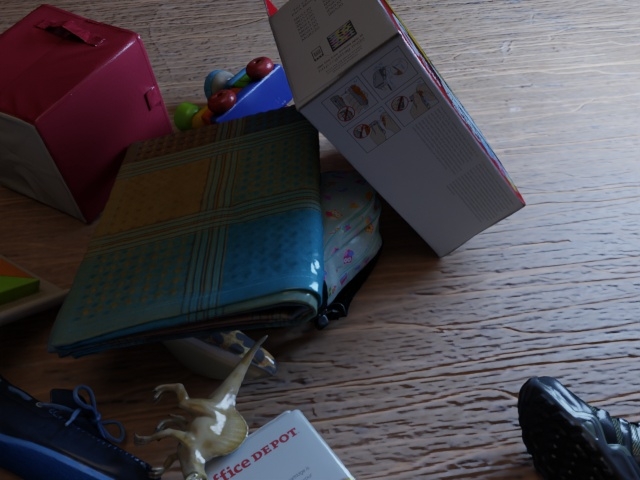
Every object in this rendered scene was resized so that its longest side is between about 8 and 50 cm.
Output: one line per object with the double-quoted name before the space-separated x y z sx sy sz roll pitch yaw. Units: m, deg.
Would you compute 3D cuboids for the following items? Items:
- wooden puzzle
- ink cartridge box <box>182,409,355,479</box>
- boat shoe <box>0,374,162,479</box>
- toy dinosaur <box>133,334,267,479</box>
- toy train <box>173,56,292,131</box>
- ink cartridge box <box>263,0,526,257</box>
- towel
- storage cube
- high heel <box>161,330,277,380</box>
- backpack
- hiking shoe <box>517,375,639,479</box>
"wooden puzzle" -0.436 0.045 0.761 0.239 0.044 0.221 20 21 22
"ink cartridge box" -0.021 0.253 0.583 0.128 0.072 0.175 -28 51 -23
"boat shoe" -0.257 0.174 0.648 0.258 0.109 0.089 19 45 16
"toy dinosaur" -0.107 0.163 0.622 0.093 0.053 0.183 5 37 13
"toy train" -0.166 -0.173 1.010 0.143 0.105 0.248 15 53 38
"ink cartridge box" 0.085 -0.176 0.836 0.130 0.309 0.271 -34 43 17
"towel" -0.129 -0.030 0.771 0.272 0.040 0.370 -11 39 8
"storage cube" -0.345 -0.170 0.927 0.184 0.215 0.193 22 56 21
"high heel" -0.120 0.049 0.771 0.261 0.093 0.186 17 53 30
"backpack" 0.000 0.000 0.808 0.152 0.115 0.182 27 49 29
"hiking shoe" 0.286 0.206 0.629 0.114 0.086 0.227 -20 52 -36
